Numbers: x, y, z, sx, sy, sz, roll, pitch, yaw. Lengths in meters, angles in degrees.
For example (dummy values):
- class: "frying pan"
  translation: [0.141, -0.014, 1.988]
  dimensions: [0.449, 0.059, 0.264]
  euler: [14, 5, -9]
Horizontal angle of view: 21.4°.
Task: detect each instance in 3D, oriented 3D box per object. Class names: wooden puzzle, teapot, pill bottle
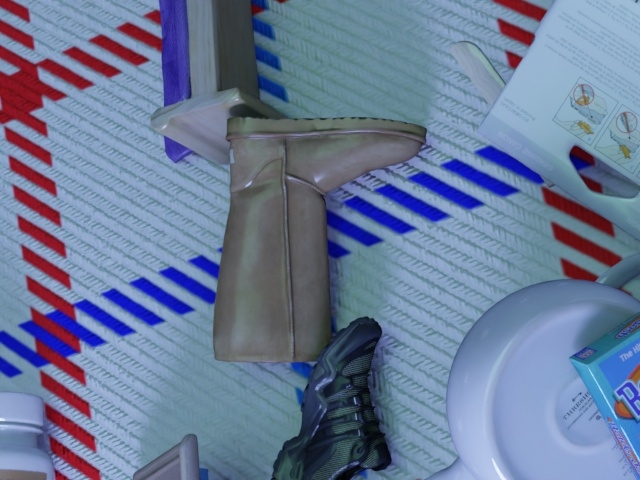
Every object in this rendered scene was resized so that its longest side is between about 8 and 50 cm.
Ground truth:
- class: "wooden puzzle"
  translation: [-0.154, 0.339, 1.824]
  dimensions: [0.239, 0.044, 0.221]
  euler: [135, 133, -63]
- class: "teapot"
  translation: [0.230, 0.146, 1.672]
  dimensions: [0.256, 0.187, 0.252]
  euler: [-4, 96, -14]
- class: "pill bottle"
  translation: [-0.377, 0.296, 1.975]
  dimensions: [0.131, 0.131, 0.229]
  euler: [-8, 73, 26]

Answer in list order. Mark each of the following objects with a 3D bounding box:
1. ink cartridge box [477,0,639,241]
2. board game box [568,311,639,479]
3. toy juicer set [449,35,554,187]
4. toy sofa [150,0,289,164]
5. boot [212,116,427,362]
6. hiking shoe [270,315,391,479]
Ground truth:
- class: "ink cartridge box"
  translation: [0.332, -0.137, 1.689]
  dimensions: [0.275, 0.060, 0.239]
  euler: [36, 109, 14]
- class: "board game box"
  translation: [0.351, 0.157, 1.584]
  dimensions: [0.160, 0.047, 0.210]
  euler: [-33, 102, -9]
- class: "toy juicer set"
  translation: [0.321, -0.154, 1.771]
  dimensions: [0.329, 0.089, 0.209]
  euler: [-16, 88, 20]
- class: "toy sofa"
  translation: [-0.148, -0.281, 2.002]
  dimensions: [0.177, 0.150, 0.362]
  euler: [-12, 71, 23]
- class: "boot"
  translation: [0.000, 0.000, 1.885]
  dimensions: [0.236, 0.089, 0.269]
  euler: [0, 89, 4]
- class: "hiking shoe"
  translation: [0.035, 0.197, 1.828]
  dimensions: [0.114, 0.086, 0.227]
  euler: [23, 93, 17]
